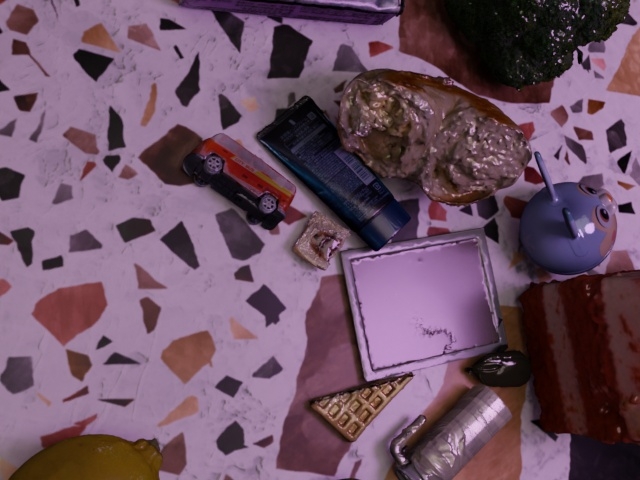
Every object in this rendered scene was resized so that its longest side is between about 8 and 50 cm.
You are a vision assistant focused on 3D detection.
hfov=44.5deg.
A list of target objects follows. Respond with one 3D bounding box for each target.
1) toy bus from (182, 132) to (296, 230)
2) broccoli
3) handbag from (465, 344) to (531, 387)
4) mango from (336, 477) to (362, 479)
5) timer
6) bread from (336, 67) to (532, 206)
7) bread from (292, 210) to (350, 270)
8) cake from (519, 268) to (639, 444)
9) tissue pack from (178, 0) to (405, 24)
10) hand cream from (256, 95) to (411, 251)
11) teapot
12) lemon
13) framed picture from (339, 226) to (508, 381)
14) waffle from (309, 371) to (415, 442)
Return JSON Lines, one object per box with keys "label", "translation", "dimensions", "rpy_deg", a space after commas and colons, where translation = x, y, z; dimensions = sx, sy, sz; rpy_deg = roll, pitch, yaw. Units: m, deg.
{"label": "toy bus", "translation": [-0.121, -0.094, 1.200], "dimensions": [0.174, 0.079, 0.077], "rpy_deg": [36, 64, -10]}
{"label": "broccoli", "translation": [0.383, -0.424, 1.331], "dimensions": [0.283, 0.321, 0.304], "rpy_deg": [-24, 101, -51]}
{"label": "handbag", "translation": [0.299, 0.212, 1.306], "dimensions": [0.111, 0.047, 0.072], "rpy_deg": [-1, 97, -17]}
{"label": "mango", "translation": [0.013, 0.439, 1.161], "dimensions": [0.191, 0.085, 0.122], "rpy_deg": [-43, 107, -10]}
{"label": "timer", "translation": [0.416, -0.045, 1.281], "dimensions": [0.175, 0.255, 0.175], "rpy_deg": [-1, 59, 1]}
{"label": "bread", "translation": [0.160, -0.179, 1.255], "dimensions": [0.314, 0.192, 0.171], "rpy_deg": [14, 120, -17]}
{"label": "bread", "translation": [0.000, 0.000, 1.243], "dimensions": [0.070, 0.035, 0.083], "rpy_deg": [36, 75, 1]}
{"label": "cake", "translation": [0.520, 0.174, 1.243], "dimensions": [0.269, 0.319, 0.270], "rpy_deg": [-5, 83, -21]}
{"label": "tissue pack", "translation": [-0.051, -0.488, 1.260], "dimensions": [0.361, 0.122, 0.260], "rpy_deg": [1, 85, -21]}
{"label": "hand cream", "translation": [0.028, -0.107, 1.262], "dimensions": [0.120, 0.061, 0.270], "rpy_deg": [-42, 90, -20]}
{"label": "teapot", "translation": [0.199, 0.310, 1.243], "dimensions": [0.200, 0.077, 0.107], "rpy_deg": [-39, 91, -20]}
{"label": "lemon", "translation": [-0.309, 0.347, 1.013], "dimensions": [0.248, 0.184, 0.184], "rpy_deg": [-31, 92, -36]}
{"label": "framed picture", "translation": [0.174, 0.102, 1.299], "dimensions": [0.273, 0.016, 0.217], "rpy_deg": [-8, 84, -20]}
{"label": "waffle", "translation": [0.067, 0.234, 1.225], "dimensions": [0.152, 0.023, 0.097], "rpy_deg": [-45, 98, -8]}
